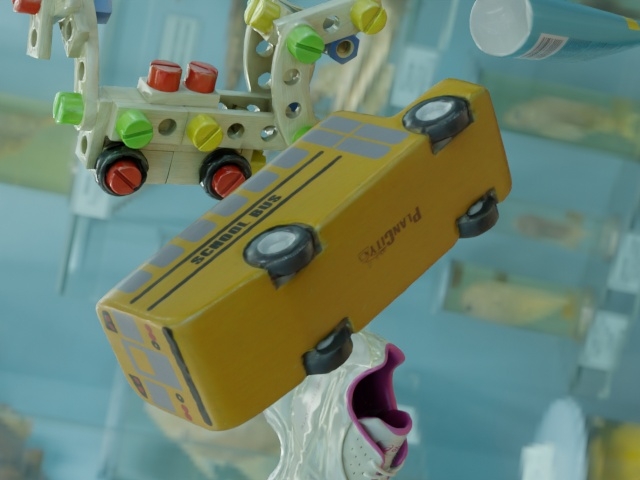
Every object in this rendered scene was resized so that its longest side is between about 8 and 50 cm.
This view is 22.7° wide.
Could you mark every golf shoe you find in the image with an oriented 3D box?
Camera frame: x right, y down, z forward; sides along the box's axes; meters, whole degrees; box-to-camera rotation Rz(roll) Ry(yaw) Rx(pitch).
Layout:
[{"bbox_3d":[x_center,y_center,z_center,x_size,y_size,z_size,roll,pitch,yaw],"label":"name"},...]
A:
[{"bbox_3d":[0.019,0.224,1.536,0.115,0.140,0.306,-20,-71,-58],"label":"golf shoe"}]

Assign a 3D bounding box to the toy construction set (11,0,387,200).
[{"bbox_3d":[-0.117,-0.152,1.424,0.151,0.327,0.215,-109,32,-60],"label":"toy construction set"}]

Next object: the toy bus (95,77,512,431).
[{"bbox_3d":[0.000,0.000,1.207,0.332,0.130,0.108,-41,-54,-30],"label":"toy bus"}]

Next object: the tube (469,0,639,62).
[{"bbox_3d":[0.189,-0.157,1.213,0.207,0.080,0.052,0,-94,-54],"label":"tube"}]
